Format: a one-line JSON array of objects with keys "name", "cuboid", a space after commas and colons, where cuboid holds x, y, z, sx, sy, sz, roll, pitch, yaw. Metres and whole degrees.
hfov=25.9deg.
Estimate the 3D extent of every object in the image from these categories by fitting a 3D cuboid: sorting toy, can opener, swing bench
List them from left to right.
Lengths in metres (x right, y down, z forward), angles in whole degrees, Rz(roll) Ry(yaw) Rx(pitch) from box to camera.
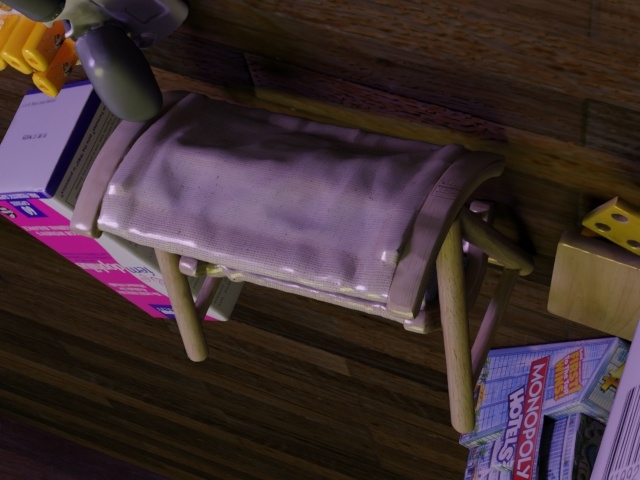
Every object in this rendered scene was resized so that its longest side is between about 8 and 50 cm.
[{"name": "can opener", "cuboid": [-0.155, -0.154, 0.843, 0.074, 0.093, 0.280, -29, 159, 11]}, {"name": "swing bench", "cuboid": [0.000, 0.000, 1.013, 0.253, 0.165, 0.254, 14, 159, 22]}, {"name": "sorting toy", "cuboid": [0.237, 0.027, 0.998, 0.132, 0.046, 0.274, 19, 159, 13]}]

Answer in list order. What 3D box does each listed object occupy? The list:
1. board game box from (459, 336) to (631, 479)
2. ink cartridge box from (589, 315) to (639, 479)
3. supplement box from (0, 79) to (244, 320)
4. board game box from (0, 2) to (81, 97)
[{"name": "board game box", "cuboid": [0.206, 0.167, 1.232, 0.060, 0.194, 0.194, 31, 144, -22]}, {"name": "ink cartridge box", "cuboid": [0.238, 0.008, 0.466, 0.166, 0.395, 0.285, 23, 160, -5]}, {"name": "supplement box", "cuboid": [-0.165, -0.029, 1.202, 0.111, 0.114, 0.220, -2, 150, 47]}, {"name": "board game box", "cuboid": [-0.345, -0.262, 0.912, 0.390, 0.050, 0.390, 22, 160, 3]}]
